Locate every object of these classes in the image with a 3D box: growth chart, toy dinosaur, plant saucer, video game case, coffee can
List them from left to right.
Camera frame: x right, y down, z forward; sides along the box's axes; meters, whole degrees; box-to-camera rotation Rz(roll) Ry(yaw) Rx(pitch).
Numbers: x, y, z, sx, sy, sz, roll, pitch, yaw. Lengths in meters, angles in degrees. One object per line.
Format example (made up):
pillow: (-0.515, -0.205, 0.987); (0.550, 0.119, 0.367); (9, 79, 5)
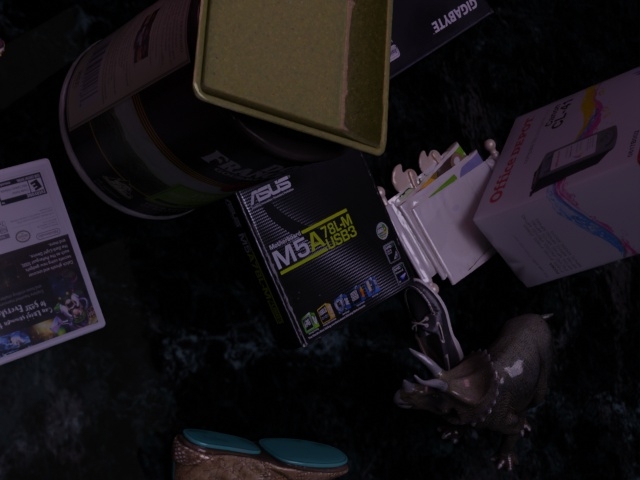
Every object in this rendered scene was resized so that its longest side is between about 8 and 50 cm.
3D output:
video game case: (-0.308, 0.028, 1.073); (0.190, 0.022, 0.173); (-20, 92, -39)
coffee can: (-0.099, -0.143, 1.107); (0.201, 0.275, 0.201); (9, 75, -35)
plant saucer: (-0.028, -0.174, 0.963); (0.188, 0.045, 0.188); (14, 71, -34)
growth chart: (0.172, -0.038, 1.450); (0.237, 0.021, 0.172); (-27, 96, -38)
toy dinosaur: (0.220, 0.156, 1.352); (0.313, 0.121, 0.160); (-29, 142, -37)

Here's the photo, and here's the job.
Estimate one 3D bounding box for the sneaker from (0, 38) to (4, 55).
sneaker: (-0.372, -0.177, 1.040); (0.185, 0.069, 0.084); (-23, 95, -40)

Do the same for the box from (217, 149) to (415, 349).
box: (0.000, 0.000, 1.297); (0.191, 0.045, 0.184); (-27, 98, -38)

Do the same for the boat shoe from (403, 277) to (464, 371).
boat shoe: (0.127, 0.105, 1.370); (0.038, 0.046, 0.125); (-38, 111, -41)

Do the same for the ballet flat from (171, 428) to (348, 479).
ballet flat: (-0.065, 0.236, 1.192); (0.206, 0.073, 0.067); (14, 99, -31)

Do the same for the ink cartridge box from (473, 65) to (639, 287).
ink cartridge box: (0.361, -0.092, 1.402); (0.131, 0.306, 0.226); (49, 45, -22)

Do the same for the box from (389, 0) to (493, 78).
box: (0.041, -0.339, 1.389); (0.295, 0.073, 0.293); (-35, 100, -36)
